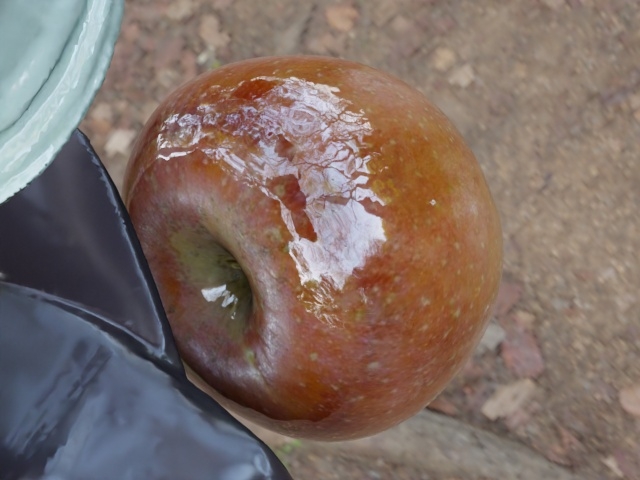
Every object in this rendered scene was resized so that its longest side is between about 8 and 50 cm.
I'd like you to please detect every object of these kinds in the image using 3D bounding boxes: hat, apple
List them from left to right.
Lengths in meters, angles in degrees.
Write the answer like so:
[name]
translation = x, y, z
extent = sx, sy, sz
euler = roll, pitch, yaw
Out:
[hat]
translation = -0.160, 0.110, 0.751
extent = 0.209, 0.336, 0.238
euler = -35, 4, -32
[apple]
translation = 0.000, 0.000, 0.823
extent = 0.201, 0.201, 0.162
euler = 20, 34, 36

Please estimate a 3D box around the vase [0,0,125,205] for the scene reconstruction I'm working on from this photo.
[vase]
translation = -0.166, -0.109, 0.364
extent = 0.143, 0.299, 0.143
euler = -5, 72, 16
